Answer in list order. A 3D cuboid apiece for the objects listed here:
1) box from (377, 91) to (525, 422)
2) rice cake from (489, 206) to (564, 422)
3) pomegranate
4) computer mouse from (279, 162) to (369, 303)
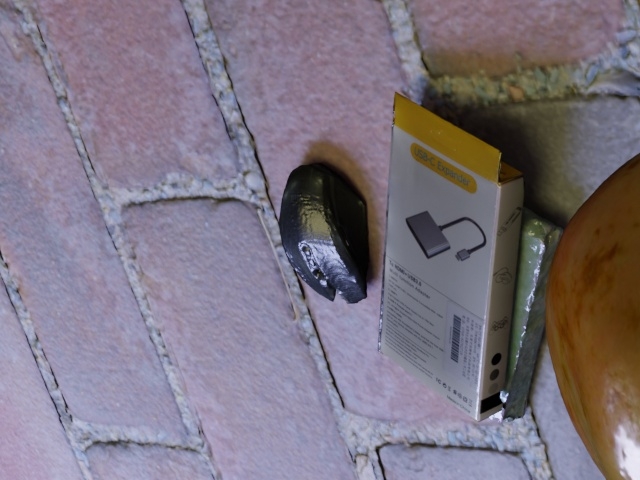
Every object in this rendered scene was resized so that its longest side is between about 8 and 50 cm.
[{"bbox_3d":[0.102,0.012,1.362,0.129,0.033,0.247,36,135,41],"label":"box"},{"bbox_3d":[0.157,0.063,1.374,0.043,0.034,0.210,35,135,30],"label":"rice cake"},{"bbox_3d":[0.313,0.055,1.062,0.342,0.342,0.342,21,129,29],"label":"pomegranate"},{"bbox_3d":[0.000,0.000,1.459,0.079,0.047,0.135,8,123,38],"label":"computer mouse"}]
